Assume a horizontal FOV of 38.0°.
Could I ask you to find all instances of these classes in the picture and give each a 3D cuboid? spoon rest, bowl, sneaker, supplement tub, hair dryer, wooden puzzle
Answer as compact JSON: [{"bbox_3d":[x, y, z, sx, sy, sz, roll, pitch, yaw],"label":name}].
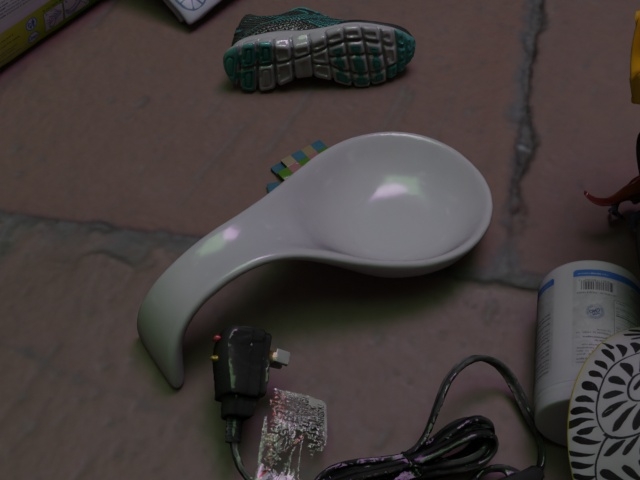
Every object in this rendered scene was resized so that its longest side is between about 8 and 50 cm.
[{"bbox_3d":[0.000,0.000,0.656,0.276,0.084,0.137,-30,57,-20],"label":"spoon rest"},{"bbox_3d":[0.229,0.118,0.512,0.170,0.080,0.170,11,65,-25],"label":"bowl"},{"bbox_3d":[-0.001,-0.178,0.815,0.167,0.065,0.076,-1,47,-2],"label":"sneaker"},{"bbox_3d":[0.174,0.073,0.602,0.071,0.071,0.107,8,53,7],"label":"supplement tub"},{"bbox_3d":[0.022,0.176,0.514,0.224,0.080,0.293,9,58,0],"label":"hair dryer"},{"bbox_3d":[-0.006,-0.056,0.749,0.083,0.006,0.049,-30,57,-21],"label":"wooden puzzle"}]

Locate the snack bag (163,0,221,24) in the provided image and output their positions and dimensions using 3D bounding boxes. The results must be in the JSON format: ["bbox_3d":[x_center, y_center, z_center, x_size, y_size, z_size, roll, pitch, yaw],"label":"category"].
[{"bbox_3d":[-0.106,-0.421,0.909,0.342,0.037,0.323,-41,98,-25],"label":"snack bag"}]

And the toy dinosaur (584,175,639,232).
[{"bbox_3d":[0.256,-0.042,0.693,0.082,0.090,0.047,-55,45,15],"label":"toy dinosaur"}]

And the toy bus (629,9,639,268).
[{"bbox_3d":[0.246,-0.083,0.543,0.150,0.211,0.220,-13,29,30],"label":"toy bus"}]

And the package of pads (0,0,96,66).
[{"bbox_3d":[-0.378,-0.263,0.863,0.297,0.101,0.229,29,57,23],"label":"package of pads"}]
